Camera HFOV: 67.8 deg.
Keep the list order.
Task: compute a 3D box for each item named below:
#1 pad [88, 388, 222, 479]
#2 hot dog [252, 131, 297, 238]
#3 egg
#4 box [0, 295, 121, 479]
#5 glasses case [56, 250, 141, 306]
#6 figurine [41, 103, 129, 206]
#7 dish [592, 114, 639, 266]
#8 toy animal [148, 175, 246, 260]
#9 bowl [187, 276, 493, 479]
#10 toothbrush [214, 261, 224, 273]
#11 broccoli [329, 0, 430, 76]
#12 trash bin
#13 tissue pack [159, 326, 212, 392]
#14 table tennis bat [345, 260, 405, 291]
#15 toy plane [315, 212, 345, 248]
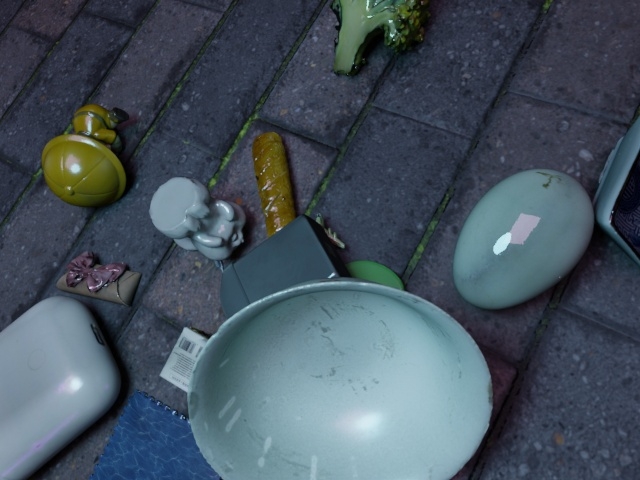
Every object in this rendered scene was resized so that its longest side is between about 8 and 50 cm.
[{"bbox_3d":[-0.320,0.461,0.909,0.269,0.012,0.269,18,77,21],"label":"pad"},{"bbox_3d":[-0.095,-0.113,1.023,0.087,0.061,0.286,-17,68,-2],"label":"hot dog"},{"bbox_3d":[0.327,0.000,0.789,0.183,0.183,0.264,42,91,24],"label":"egg"},{"bbox_3d":[-0.590,0.303,0.972,0.349,0.141,0.289,-39,66,0],"label":"box"},{"bbox_3d":[-0.501,0.076,1.066,0.193,0.070,0.103,9,73,19],"label":"glasses case"},{"bbox_3d":[-0.557,-0.203,1.132,0.192,0.167,0.257,-18,64,24],"label":"figurine"},{"bbox_3d":[0.530,-0.087,0.799,0.080,0.182,0.243,8,67,59],"label":"dish"},{"bbox_3d":[-0.252,-0.043,0.969,0.178,0.193,0.127,19,80,24],"label":"toy animal"},{"bbox_3d":[0.026,0.209,0.760,0.434,0.435,0.196,-22,23,8],"label":"bowl"},{"bbox_3d":[-0.191,0.104,0.995,0.011,0.014,0.167,-37,65,20],"label":"toothbrush"},{"bbox_3d":[0.138,-0.502,1.067,0.180,0.273,0.242,-18,44,-40],"label":"broccoli"},{"bbox_3d":[-0.074,0.082,0.900,0.236,0.101,0.177,-38,59,13],"label":"trash bin"},{"bbox_3d":[-0.204,0.245,0.902,0.148,0.099,0.106,23,81,22],"label":"tissue pack"},{"bbox_3d":[0.120,0.126,0.888,0.257,0.039,0.160,14,75,26],"label":"table tennis bat"},{"bbox_3d":[0.000,0.000,0.962,0.102,0.040,0.111,-5,71,13],"label":"toy plane"}]
